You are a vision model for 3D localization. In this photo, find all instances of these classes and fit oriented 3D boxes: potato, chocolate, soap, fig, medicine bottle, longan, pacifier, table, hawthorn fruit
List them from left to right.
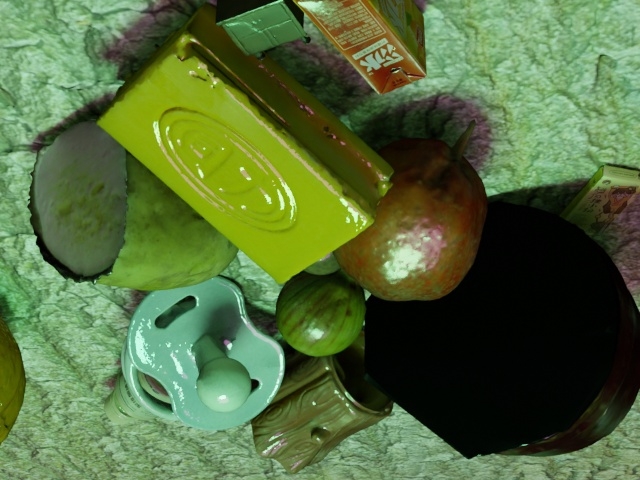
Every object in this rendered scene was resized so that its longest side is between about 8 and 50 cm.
[{"bbox_3d":[-0.310,0.264,2.006,0.114,0.114,0.252,21,143,-29],"label":"medicine bottle"},{"bbox_3d":[-0.229,-0.025,1.500,0.229,0.229,0.266,-23,156,32],"label":"potato"},{"bbox_3d":[-0.182,0.208,1.777,0.244,0.233,0.299,-38,115,-7],"label":"pacifier"},{"bbox_3d":[-0.092,-0.111,1.336,0.324,0.096,0.204,41,131,-16],"label":"soap"},{"bbox_3d":[-0.059,-0.254,1.234,0.083,0.070,0.082,-16,144,22],"label":"table"},{"bbox_3d":[0.000,0.000,1.609,0.113,0.092,0.113,2,148,1],"label":"longan"},{"bbox_3d":[0.007,0.091,1.732,0.142,0.148,0.186,18,107,-2],"label":"fig"},{"bbox_3d":[0.128,-0.048,1.450,0.210,0.210,0.262,11,130,-17],"label":"hawthorn fruit"},{"bbox_3d":[0.299,0.164,1.641,0.383,0.384,0.331,-13,152,20],"label":"chocolate"}]

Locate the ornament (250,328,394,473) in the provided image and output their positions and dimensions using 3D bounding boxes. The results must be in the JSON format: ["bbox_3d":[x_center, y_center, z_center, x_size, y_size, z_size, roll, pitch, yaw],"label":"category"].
[{"bbox_3d":[0.003,0.261,1.939,0.217,0.221,0.235,-35,174,37],"label":"ornament"}]

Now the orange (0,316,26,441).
[{"bbox_3d":[-0.645,0.220,1.782,0.340,0.293,0.341,-6,133,-7],"label":"orange"}]

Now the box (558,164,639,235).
[{"bbox_3d":[0.403,-0.056,1.587,0.073,0.020,0.149,9,146,-13],"label":"box"}]

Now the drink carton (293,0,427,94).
[{"bbox_3d":[0.035,-0.264,1.196,0.071,0.096,0.223,-19,142,27],"label":"drink carton"}]
